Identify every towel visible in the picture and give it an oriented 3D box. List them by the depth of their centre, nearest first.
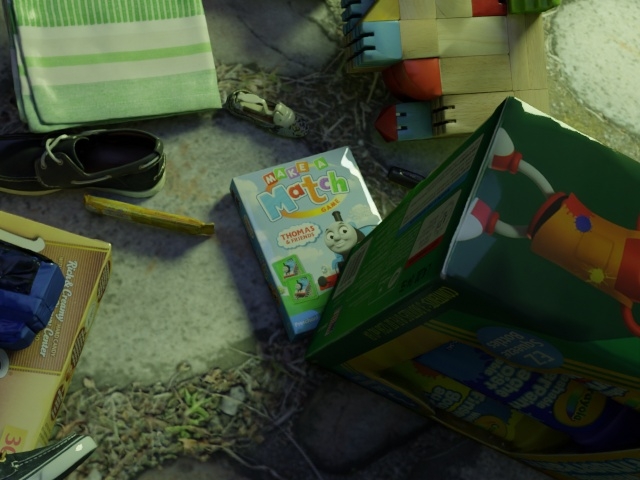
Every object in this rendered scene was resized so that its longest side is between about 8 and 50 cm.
[{"bbox_3d":[-0.260,-0.303,1.034,0.248,0.038,0.325,-13,96,-25],"label":"towel"}]

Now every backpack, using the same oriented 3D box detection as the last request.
[{"bbox_3d":[-0.324,0.047,0.839,0.120,0.098,0.101,20,67,-5],"label":"backpack"}]

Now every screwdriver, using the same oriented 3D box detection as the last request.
[{"bbox_3d":[0.167,-0.061,1.131,0.170,0.024,0.025,18,35,-10],"label":"screwdriver"}]

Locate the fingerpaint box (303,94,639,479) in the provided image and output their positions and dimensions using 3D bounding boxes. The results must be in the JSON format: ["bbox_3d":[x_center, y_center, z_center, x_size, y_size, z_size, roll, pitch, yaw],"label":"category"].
[{"bbox_3d":[0.219,0.098,0.812,0.371,0.445,0.163,26,71,-6],"label":"fingerpaint box"}]

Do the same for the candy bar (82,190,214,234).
[{"bbox_3d":[-0.205,-0.029,1.027,0.161,0.040,0.018,14,74,-5],"label":"candy bar"}]

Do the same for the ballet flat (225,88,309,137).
[{"bbox_3d":[-0.067,-0.165,1.114,0.114,0.041,0.041,20,64,-3],"label":"ballet flat"}]

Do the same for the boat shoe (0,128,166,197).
[{"bbox_3d":[-0.300,-0.101,1.020,0.233,0.079,0.084,2,68,-9],"label":"boat shoe"}]

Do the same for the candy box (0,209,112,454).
[{"bbox_3d":[-0.355,0.128,0.900,0.183,0.087,0.316,18,64,-5],"label":"candy box"}]

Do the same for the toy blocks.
[{"bbox_3d":[0.145,-0.276,1.113,0.261,0.191,0.381,-6,93,-12],"label":"toy blocks"}]

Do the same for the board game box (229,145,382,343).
[{"bbox_3d":[0.000,0.000,1.056,0.160,0.039,0.211,-18,71,-18],"label":"board game box"}]

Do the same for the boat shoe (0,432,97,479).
[{"bbox_3d":[-0.303,0.212,0.792,0.183,0.065,0.083,-31,80,-22],"label":"boat shoe"}]
